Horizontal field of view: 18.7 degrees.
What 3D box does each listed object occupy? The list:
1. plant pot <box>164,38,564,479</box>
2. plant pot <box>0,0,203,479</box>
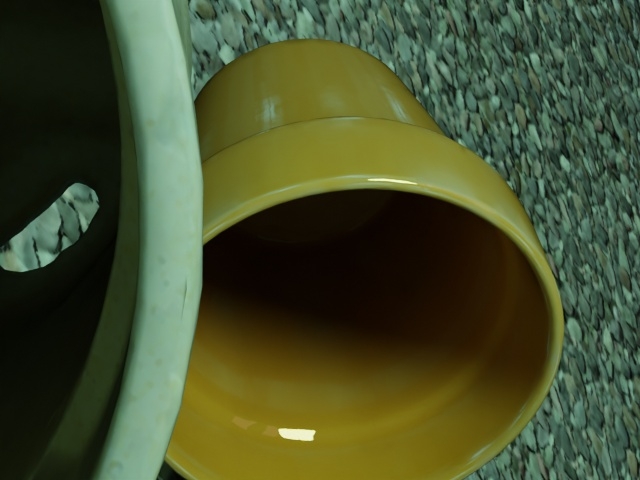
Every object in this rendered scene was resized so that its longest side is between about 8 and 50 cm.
[{"bbox_3d":[0.000,0.000,0.968,0.205,0.205,0.188,50,17,-34],"label":"plant pot"},{"bbox_3d":[-0.170,-0.041,0.543,0.305,0.334,0.333,-59,125,-76],"label":"plant pot"}]
